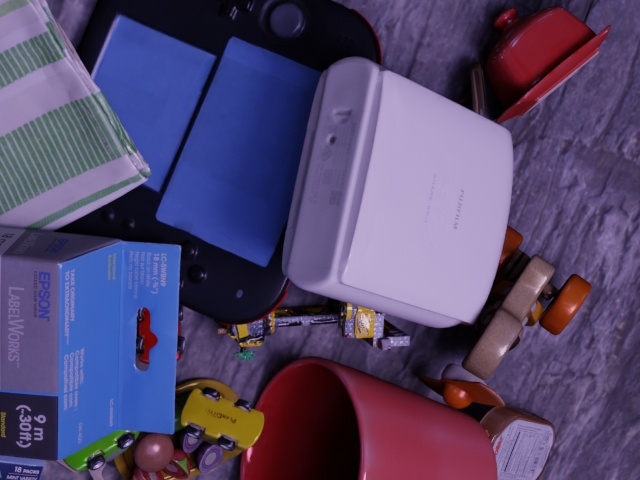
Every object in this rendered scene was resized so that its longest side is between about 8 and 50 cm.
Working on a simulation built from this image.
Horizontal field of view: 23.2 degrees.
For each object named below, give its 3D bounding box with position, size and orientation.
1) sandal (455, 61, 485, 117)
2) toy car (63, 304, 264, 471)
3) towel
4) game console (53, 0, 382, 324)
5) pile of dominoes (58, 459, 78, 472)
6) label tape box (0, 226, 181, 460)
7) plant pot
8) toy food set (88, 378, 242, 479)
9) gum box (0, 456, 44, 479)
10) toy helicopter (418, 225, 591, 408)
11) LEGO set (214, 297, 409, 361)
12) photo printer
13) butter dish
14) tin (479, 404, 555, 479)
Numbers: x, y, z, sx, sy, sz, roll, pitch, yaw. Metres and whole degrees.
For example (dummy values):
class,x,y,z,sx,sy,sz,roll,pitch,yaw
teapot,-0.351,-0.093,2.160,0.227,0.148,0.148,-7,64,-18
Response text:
class,x,y,z,sx,sy,sz,roll,pitch,yaw
sandal,0.173,-0.118,1.982,0.060,0.090,0.219,10,107,0
toy car,-0.211,0.200,1.860,0.225,0.053,0.239,-33,70,-12
towel,-0.370,-0.151,1.735,0.248,0.038,0.325,-27,108,12
game console,-0.140,-0.128,1.787,0.342,0.060,0.387,24,93,5
pile of dominoes,-0.335,0.154,1.870,0.196,0.040,0.251,17,96,-23
label tape box,-0.334,0.114,1.748,0.333,0.106,0.241,5,107,5
plant pot,0.069,0.292,1.944,0.243,0.275,0.275,12,98,-33
toy food set,-0.182,0.258,1.924,0.218,0.071,0.128,-22,114,-19
gum box,-0.427,0.322,1.848,0.157,0.041,0.184,11,114,-22
toy helicopter,0.208,0.121,1.912,0.140,0.355,0.235,36,100,6
LEGO set,0.000,0.000,1.873,0.255,0.192,0.331,7,99,-21
photo printer,0.103,-0.040,1.738,0.307,0.107,0.256,20,80,-49
butter dish,0.264,-0.240,1.957,0.160,0.160,0.118,-39,89,-8
tin,0.255,0.276,2.066,0.189,0.040,0.106,19,89,-55
